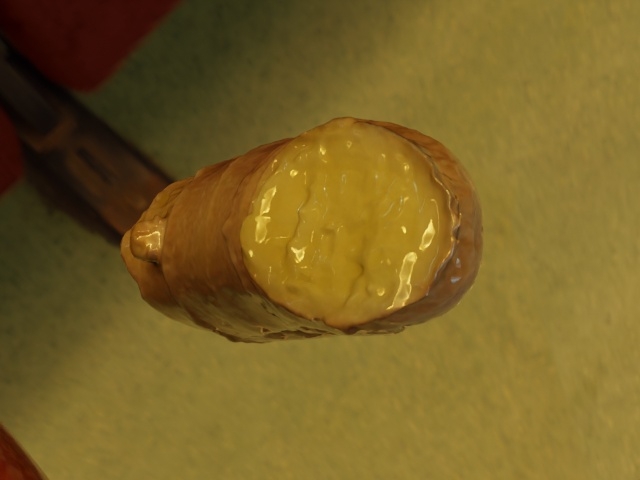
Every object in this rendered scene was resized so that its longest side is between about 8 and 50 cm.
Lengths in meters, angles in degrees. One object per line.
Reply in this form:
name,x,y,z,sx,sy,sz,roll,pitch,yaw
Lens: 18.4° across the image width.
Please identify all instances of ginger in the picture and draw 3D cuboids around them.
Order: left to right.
ginger,0.000,0.000,1.135,0.190,0.354,0.126,5,88,-17

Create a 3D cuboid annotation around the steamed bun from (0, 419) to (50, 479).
steamed bun,-0.258,0.145,0.905,0.235,0.248,0.379,-35,46,-27
